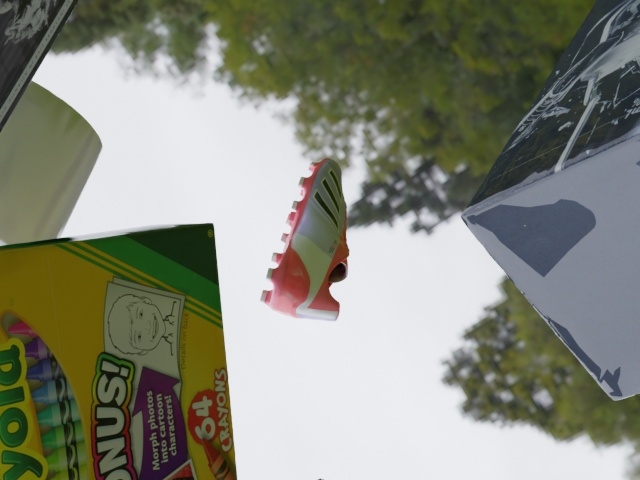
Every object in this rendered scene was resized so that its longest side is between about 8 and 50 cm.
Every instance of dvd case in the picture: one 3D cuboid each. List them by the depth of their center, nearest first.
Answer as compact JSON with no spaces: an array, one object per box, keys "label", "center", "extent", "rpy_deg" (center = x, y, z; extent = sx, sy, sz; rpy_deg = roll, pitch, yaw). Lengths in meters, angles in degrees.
[{"label":"dvd case","center":[-0.181,-0.158,0.848],"extent":[0.018,0.164,0.221],"rpy_deg":[26,166,7]}]

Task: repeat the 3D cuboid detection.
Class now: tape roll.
[{"label":"tape roll","center":[-0.380,-0.077,1.585],"extent":[0.246,0.246,0.169],"rpy_deg":[41,-116,-43]}]

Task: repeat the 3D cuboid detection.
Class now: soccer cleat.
[{"label":"soccer cleat","center":[0.000,0.000,1.729],"extent":[0.095,0.083,0.248],"rpy_deg":[19,-137,0]}]

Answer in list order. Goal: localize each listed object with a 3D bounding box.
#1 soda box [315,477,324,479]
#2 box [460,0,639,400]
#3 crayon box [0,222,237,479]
[{"label":"soda box","center":[-0.106,0.243,0.939],"extent":[0.092,0.263,0.083],"rpy_deg":[-81,-28,-78]},{"label":"box","center":[0.316,-0.098,0.949],"extent":[0.179,0.343,0.312],"rpy_deg":[48,-133,-15]},{"label":"crayon box","center":[-0.220,0.178,1.345],"extent":[0.313,0.106,0.362],"rpy_deg":[-10,-84,-51]}]
